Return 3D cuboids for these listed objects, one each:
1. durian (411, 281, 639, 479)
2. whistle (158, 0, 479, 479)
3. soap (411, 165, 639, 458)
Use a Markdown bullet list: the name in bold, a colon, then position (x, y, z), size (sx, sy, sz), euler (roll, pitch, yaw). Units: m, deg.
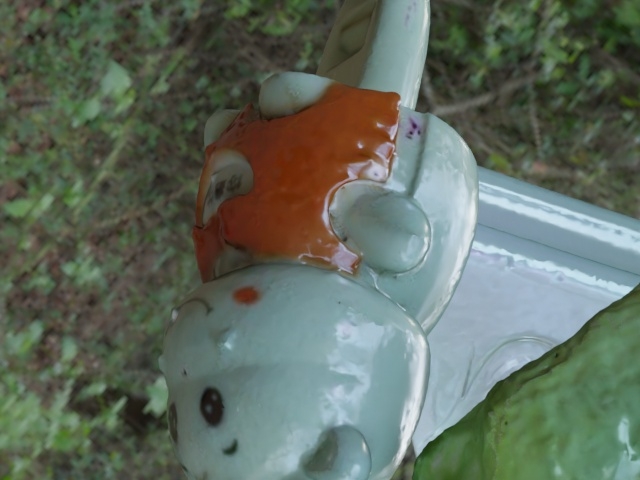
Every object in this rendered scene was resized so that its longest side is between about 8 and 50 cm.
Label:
- **durian**: position (0.152, 0.066, 0.408), size (0.250, 0.139, 0.101), euler (-19, -167, -2)
- **whistle**: position (0.002, 0.000, 0.460), size (0.106, 0.102, 0.253), euler (51, 47, -50)
- **soap**: position (0.160, 0.076, 0.748), size (0.095, 0.290, 0.172), euler (-93, -156, -56)
